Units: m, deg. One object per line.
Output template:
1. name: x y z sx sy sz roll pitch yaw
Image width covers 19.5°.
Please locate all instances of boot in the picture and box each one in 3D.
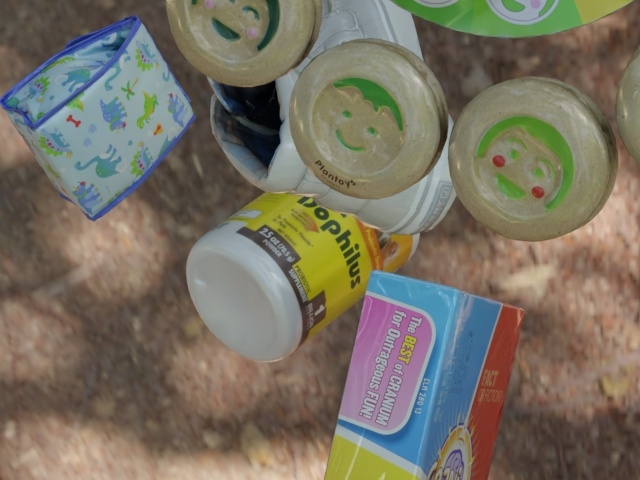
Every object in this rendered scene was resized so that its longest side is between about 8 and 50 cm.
1. boot: -0.010 -0.105 1.112 0.123 0.095 0.258 15 28 -27

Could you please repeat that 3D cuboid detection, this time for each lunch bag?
1. lunch bag: -0.201 -0.119 1.738 0.151 0.129 0.096 -39 40 -12

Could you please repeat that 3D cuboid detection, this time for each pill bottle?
1. pill bottle: 0.000 0.000 1.523 0.117 0.117 0.215 31 47 26

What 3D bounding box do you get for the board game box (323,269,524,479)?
1. board game box: 0.061 0.189 1.332 0.064 0.242 0.317 12 89 18

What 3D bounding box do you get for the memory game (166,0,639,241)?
1. memory game: 0.038 -0.089 0.390 0.186 0.186 0.012 14 20 18
